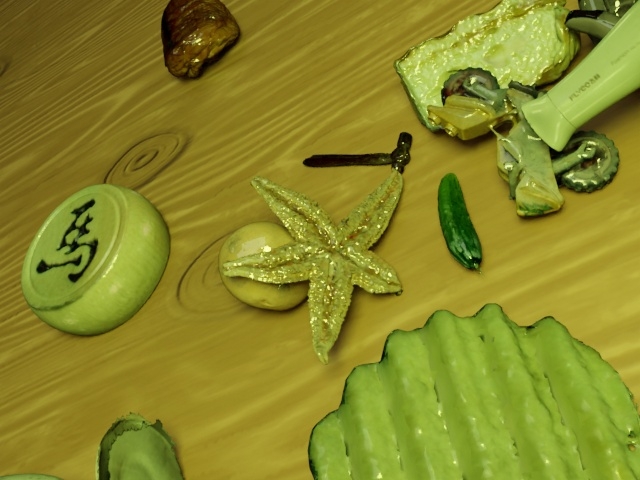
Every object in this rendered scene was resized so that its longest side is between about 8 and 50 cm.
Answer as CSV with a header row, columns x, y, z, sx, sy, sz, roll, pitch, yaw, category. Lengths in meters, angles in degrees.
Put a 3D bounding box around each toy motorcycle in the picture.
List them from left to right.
x,y,z,sx,sy,sz,roll,pitch,yaw,category
0.217,-0.112,0.801,0.229,0.094,0.129,38,85,26,toy motorcycle

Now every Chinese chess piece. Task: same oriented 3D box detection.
x,y,z,sx,sy,sz,roll,pitch,yaw,category
-0.359,0.028,1.112,0.250,0.101,0.250,-18,52,24,Chinese chess piece

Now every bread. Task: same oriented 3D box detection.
x,y,z,sx,sy,sz,roll,pitch,yaw,category
0.216,-0.226,0.897,0.232,0.088,0.128,-25,72,24,bread

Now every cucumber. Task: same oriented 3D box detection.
x,y,z,sx,sy,sz,roll,pitch,yaw,category
0.161,-0.020,0.826,0.039,0.039,0.167,-24,46,19,cucumber

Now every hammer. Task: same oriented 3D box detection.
x,y,z,sx,sy,sz,roll,pitch,yaw,category
0.049,-0.118,0.987,0.178,0.021,0.065,1,60,39,hammer

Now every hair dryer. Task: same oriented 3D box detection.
x,y,z,sx,sy,sz,roll,pitch,yaw,category
0.347,-0.112,0.677,0.206,0.075,0.237,-44,77,24,hair dryer

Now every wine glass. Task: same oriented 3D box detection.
x,y,z,sx,sy,sz,roll,pitch,yaw,category
-0.330,0.348,0.811,0.357,0.190,0.190,-24,48,13,wine glass

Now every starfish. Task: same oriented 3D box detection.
x,y,z,sx,sy,sz,roll,pitch,yaw,category
0.000,-0.003,0.844,0.231,0.048,0.295,22,60,9,starfish

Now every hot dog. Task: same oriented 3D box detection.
x,y,z,sx,sy,sz,roll,pitch,yaw,category
-0.240,-0.394,1.326,0.161,0.099,0.226,-30,46,14,hot dog

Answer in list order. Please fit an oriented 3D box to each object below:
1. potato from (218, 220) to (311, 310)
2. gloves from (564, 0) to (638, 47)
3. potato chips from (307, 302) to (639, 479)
x,y,z,sx,sy,sz,roll,pitch,yaw,category
-0.071,0.032,0.905,0.147,0.112,0.112,28,78,34,potato
0.377,-0.221,0.758,0.142,0.119,0.285,-22,59,-16,gloves
0.134,0.259,0.630,0.359,0.070,0.429,-22,52,15,potato chips
